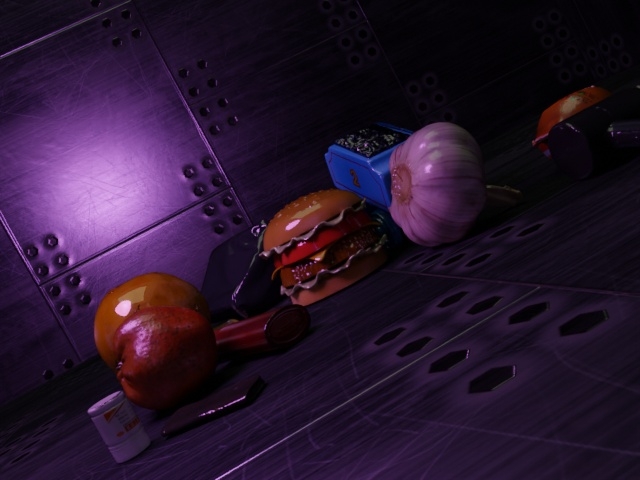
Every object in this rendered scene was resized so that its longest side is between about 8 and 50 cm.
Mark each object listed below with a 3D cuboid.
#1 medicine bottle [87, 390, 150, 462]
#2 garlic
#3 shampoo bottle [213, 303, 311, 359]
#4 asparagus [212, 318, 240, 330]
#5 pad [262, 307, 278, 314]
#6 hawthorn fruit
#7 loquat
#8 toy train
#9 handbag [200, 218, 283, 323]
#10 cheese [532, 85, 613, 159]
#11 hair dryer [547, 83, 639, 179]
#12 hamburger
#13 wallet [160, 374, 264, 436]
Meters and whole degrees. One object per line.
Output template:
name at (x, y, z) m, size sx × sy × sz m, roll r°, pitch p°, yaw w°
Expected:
medicine bottle at (-0.290, 0.268, 0.981) m, size 0.057 × 0.089 × 0.057 m, roll -28°, pitch 4°, yaw 2°
garlic at (0.270, -0.103, 1.322) m, size 0.254 × 0.244 × 0.245 m, roll 4°, pitch -3°, yaw -12°
shampoo bottle at (-0.128, 0.174, 1.240) m, size 0.102 × 0.064 × 0.260 m, roll -32°, pitch 6°, yaw -39°
asparagus at (-0.286, 0.239, 1.714) m, size 0.236 × 0.027 × 0.034 m, roll -25°, pitch -6°, yaw 26°
pad at (-0.146, 0.190, 1.569) m, size 0.127 × 0.004 × 0.190 m, roll -29°, pitch 4°, yaw -15°
hawthorn fruit at (-0.264, 0.197, 1.167) m, size 0.189 × 0.189 × 0.189 m, roll -28°, pitch 4°, yaw 2°
loquat at (-0.333, 0.180, 1.366) m, size 0.235 × 0.234 × 0.235 m, roll -28°, pitch 4°, yaw 2°
toy train at (0.156, -0.138, 1.622) m, size 0.188 × 0.264 × 0.300 m, roll -28°, pitch 27°, yaw -17°
handbag at (-0.190, 0.115, 1.824) m, size 0.302 × 0.178 × 0.274 m, roll -25°, pitch 48°, yaw 53°
cheese at (0.590, -0.256, 1.474) m, size 0.330 × 0.129 × 0.217 m, roll -16°, pitch -7°, yaw -36°
hair dryer at (0.584, -0.203, 1.171) m, size 0.244 × 0.116 × 0.302 m, roll -29°, pitch 16°, yaw -14°
hamburger at (0.000, 0.000, 1.509) m, size 0.275 × 0.212 × 0.274 m, roll -27°, pitch 5°, yaw 2°
wallet at (-0.153, 0.236, 0.974) m, size 0.157 × 0.018 × 0.082 m, roll -26°, pitch 5°, yaw 18°
